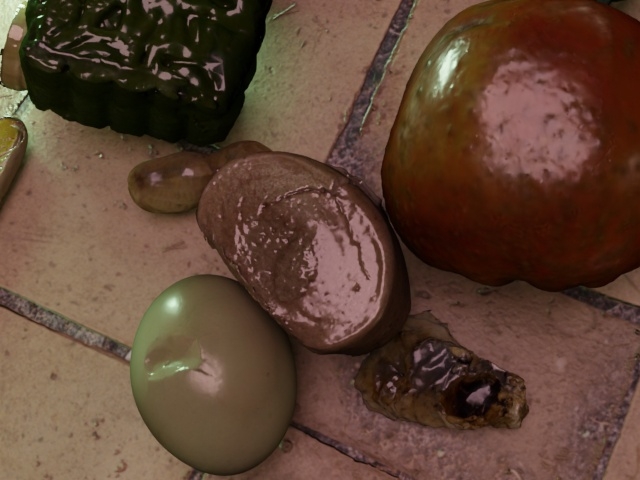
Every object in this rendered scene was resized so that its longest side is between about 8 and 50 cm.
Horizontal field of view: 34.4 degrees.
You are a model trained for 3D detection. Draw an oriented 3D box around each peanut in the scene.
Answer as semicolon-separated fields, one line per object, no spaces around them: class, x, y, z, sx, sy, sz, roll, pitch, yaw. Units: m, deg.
peanut;-0.166;-0.093;1.495;0.227;0.104;0.086;-11;82;3

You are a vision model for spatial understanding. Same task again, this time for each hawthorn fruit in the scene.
hawthorn fruit;0.274;-0.141;1.287;0.402;0.403;0.403;-2;75;7

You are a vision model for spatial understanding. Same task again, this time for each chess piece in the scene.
chess piece;-0.322;-0.253;1.560;0.300;0.137;0.137;18;79;-1

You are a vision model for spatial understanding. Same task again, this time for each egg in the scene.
egg;-0.141;0.174;1.362;0.219;0.219;0.269;-18;60;3

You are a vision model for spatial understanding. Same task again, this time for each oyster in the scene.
oyster;0.167;0.187;1.383;0.232;0.107;0.162;22;88;15

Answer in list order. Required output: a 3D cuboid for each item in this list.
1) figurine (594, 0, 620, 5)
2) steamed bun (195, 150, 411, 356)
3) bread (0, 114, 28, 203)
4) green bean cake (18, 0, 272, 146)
figurine;0.397;-0.490;1.459;0.261;0.186;0.382;24;55;-24
steamed bun;0.000;0.000;1.359;0.301;0.251;0.199;45;100;17
bread;-0.505;-0.090;1.566;0.073;0.053;0.214;21;77;8
green bean cake;-0.241;-0.319;1.432;0.335;0.218;0.319;11;75;-13
